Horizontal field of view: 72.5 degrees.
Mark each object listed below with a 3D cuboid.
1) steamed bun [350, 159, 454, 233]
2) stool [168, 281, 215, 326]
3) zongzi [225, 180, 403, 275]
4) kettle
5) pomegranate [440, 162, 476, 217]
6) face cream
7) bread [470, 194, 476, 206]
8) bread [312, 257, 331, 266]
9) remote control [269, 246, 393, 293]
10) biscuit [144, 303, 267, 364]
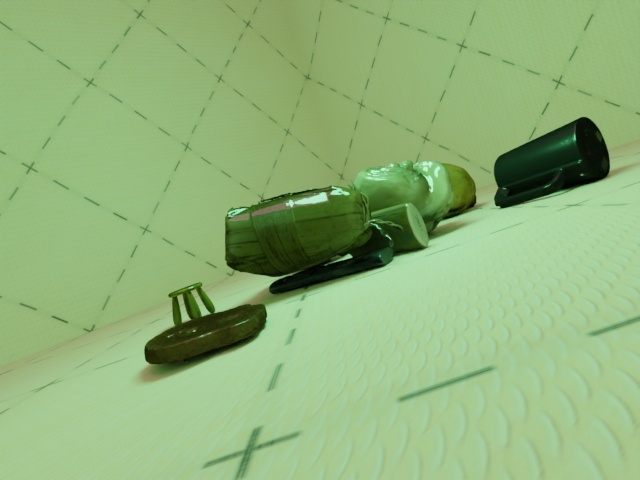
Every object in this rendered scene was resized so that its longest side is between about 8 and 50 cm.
[{"bbox_3d":[0.276,-0.107,1.453,0.338,0.248,0.352,-9,-23,-5],"label":"steamed bun"},{"bbox_3d":[-0.415,0.202,1.395,0.134,0.111,0.134,-20,4,-27],"label":"stool"},{"bbox_3d":[-0.004,-0.022,1.368,0.499,0.218,0.467,-13,-8,9],"label":"zongzi"},{"bbox_3d":[0.765,-0.231,1.470,0.203,0.262,0.308,20,-23,-29],"label":"kettle"},{"bbox_3d":[0.513,-0.211,1.851,0.260,0.261,0.260,-19,3,1],"label":"pomegranate"},{"bbox_3d":[0.173,-0.019,1.296,0.285,0.139,0.067,-14,16,45],"label":"face cream"},{"bbox_3d":[0.660,-0.175,1.959,0.113,0.060,0.082,-23,4,-36],"label":"bread"},{"bbox_3d":[-0.042,-0.006,1.793,0.250,0.225,0.279,-25,13,5],"label":"bread"},{"bbox_3d":[0.024,0.090,1.265,0.377,0.044,0.107,-17,-1,29],"label":"remote control"},{"bbox_3d":[-0.235,0.194,0.913,0.257,0.049,0.273,-17,4,-8],"label":"biscuit"}]
